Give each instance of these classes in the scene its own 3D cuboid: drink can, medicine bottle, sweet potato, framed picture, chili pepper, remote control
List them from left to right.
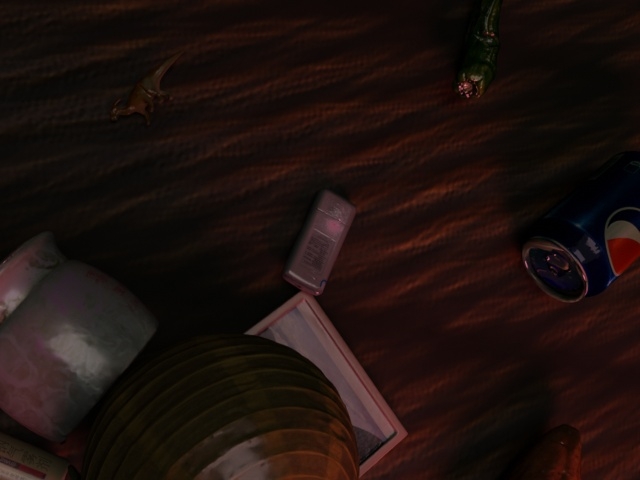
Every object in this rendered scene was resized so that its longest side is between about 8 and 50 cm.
[{"bbox_3d":[-0.341,0.177,0.666,0.230,0.059,0.059,28,71,-15],"label":"medicine bottle"},{"bbox_3d":[-0.240,0.084,0.675,0.143,0.147,0.147,41,69,-6],"label":"medicine bottle"},{"bbox_3d":[-0.015,0.173,0.816,0.150,0.015,0.203,-35,93,-22],"label":"framed picture"},{"bbox_3d":[0.000,0.000,0.846,0.053,0.018,0.125,29,63,-12],"label":"remote control"},{"bbox_3d":[0.208,-0.257,0.953,0.050,0.073,0.182,15,79,6],"label":"chili pepper"},{"bbox_3d":[0.228,0.310,0.845,0.097,0.097,0.252,39,65,-10],"label":"sweet potato"},{"bbox_3d":[0.349,-0.018,0.939,0.204,0.118,0.118,-36,94,-22],"label":"drink can"}]

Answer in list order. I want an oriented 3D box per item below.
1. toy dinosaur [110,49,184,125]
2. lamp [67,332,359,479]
[{"bbox_3d":[-0.177,-0.161,0.810,0.041,0.026,0.113,43,76,9],"label":"toy dinosaur"},{"bbox_3d":[-0.069,0.210,0.644,0.250,0.284,0.250,-12,114,-30],"label":"lamp"}]
